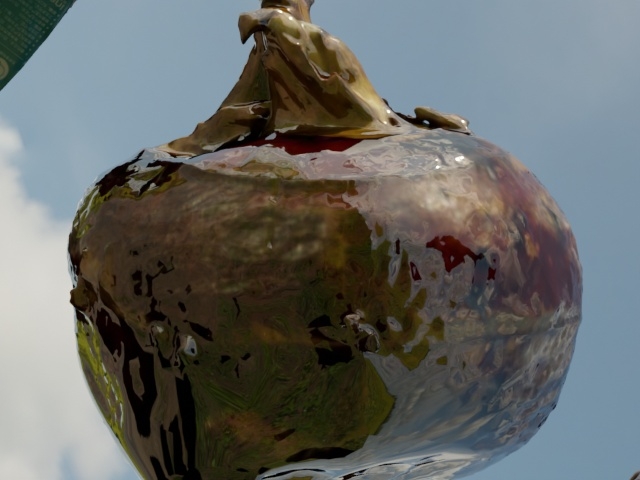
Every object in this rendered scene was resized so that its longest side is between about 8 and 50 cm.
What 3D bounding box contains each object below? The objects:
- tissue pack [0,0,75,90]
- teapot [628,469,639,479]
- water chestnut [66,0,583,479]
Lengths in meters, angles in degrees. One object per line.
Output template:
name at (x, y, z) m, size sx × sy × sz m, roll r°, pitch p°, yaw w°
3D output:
tissue pack at (-0.267, -0.198, 1.349) m, size 0.169 × 0.120 × 0.082 m, roll 39°, pitch 9°, yaw -16°
teapot at (0.315, 0.230, 1.660) m, size 0.100 × 0.045 × 0.068 m, roll 20°, pitch -22°, yaw 49°
water chestnut at (0.000, 0.000, 1.174) m, size 0.335 × 0.335 × 0.347 m, roll -1°, pitch -87°, yaw 56°
